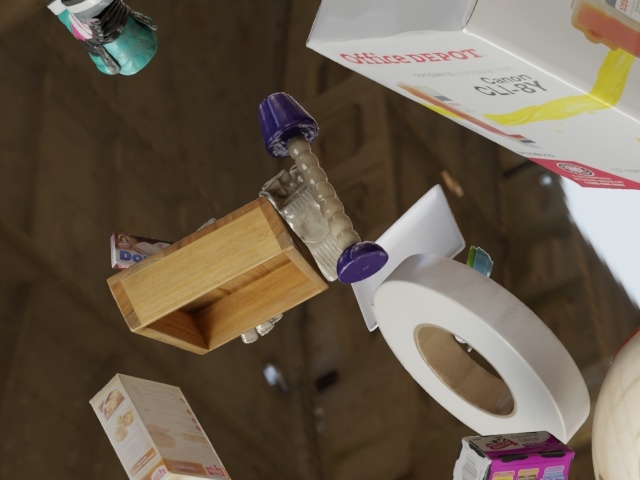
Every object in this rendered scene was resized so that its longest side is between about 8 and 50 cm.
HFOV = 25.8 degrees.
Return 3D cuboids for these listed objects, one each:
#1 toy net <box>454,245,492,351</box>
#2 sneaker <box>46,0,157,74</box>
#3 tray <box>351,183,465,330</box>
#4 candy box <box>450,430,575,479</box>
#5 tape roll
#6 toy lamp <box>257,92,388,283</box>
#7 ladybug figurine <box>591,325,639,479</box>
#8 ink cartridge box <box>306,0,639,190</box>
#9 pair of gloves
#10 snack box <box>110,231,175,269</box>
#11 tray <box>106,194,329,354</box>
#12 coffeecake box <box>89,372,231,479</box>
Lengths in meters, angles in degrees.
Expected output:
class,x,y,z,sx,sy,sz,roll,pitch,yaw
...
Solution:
class,x,y,z,sx,sy,sz,roll,pitch,yaw
toy net,0.266,0.119,2.489,0.232,0.045,0.122,-69,-13,-47
sneaker,-0.340,-0.353,2.275,0.178,0.124,0.295,44,171,-19
tray,0.158,0.034,2.521,0.030,0.270,0.145,13,-135,-39
candy box,0.250,0.388,1.963,0.159,0.233,0.071,2,-160,-34
tape roll,0.248,0.183,2.217,0.072,0.392,0.392,-46,-68,-22
toy lamp,-0.006,-0.074,1.808,0.080,0.080,0.275,23,-145,-57
ladybug figurine,0.503,0.268,1.818,0.162,0.305,0.449,-92,-14,-69
ink cartridge box,0.222,-0.184,1.327,0.384,0.279,0.160,23,-97,-29
pair of gloves,-0.064,0.018,2.045,0.204,0.240,0.042,59,172,-31
snack box,-0.279,0.030,2.437,0.178,0.022,0.064,11,-126,-28
tray,-0.114,0.053,1.743,0.076,0.203,0.411,62,-179,10
coffeecake box,-0.230,0.292,2.021,0.142,0.068,0.185,23,-153,-53
